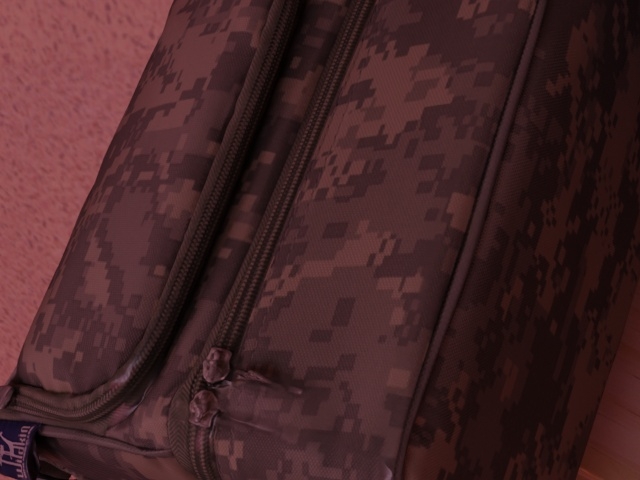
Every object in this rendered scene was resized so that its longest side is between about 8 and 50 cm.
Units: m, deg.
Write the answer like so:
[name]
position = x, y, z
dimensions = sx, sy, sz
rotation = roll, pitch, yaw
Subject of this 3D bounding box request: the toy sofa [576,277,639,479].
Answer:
[toy sofa]
position = 0.069, 0.063, 0.712
dimensions = 0.363, 0.177, 0.150
rotation = 28, 162, 20

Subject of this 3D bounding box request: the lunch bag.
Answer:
[lunch bag]
position = 0.000, 0.000, 0.559
dimensions = 0.256, 0.305, 0.212
rotation = 9, 161, 33
